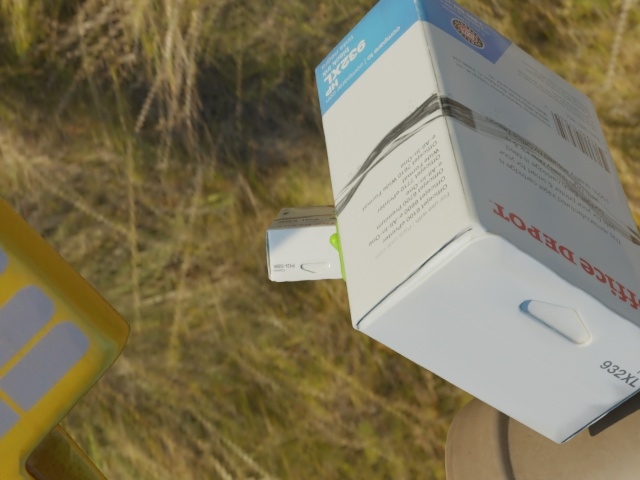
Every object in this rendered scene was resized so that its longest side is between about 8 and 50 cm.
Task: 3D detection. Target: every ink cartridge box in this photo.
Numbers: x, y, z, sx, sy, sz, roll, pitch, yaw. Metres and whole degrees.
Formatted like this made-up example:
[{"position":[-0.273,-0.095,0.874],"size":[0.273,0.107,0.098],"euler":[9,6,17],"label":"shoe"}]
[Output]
[{"position":[0.000,0.000,1.602],"size":[0.099,0.135,0.056],"euler":[-3,101,6],"label":"ink cartridge box"},{"position":[0.128,-0.028,1.165],"size":[0.223,0.307,0.129],"euler":[31,122,-30],"label":"ink cartridge box"}]

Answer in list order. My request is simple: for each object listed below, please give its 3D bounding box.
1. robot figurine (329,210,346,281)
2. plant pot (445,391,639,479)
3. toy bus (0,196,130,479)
[{"position":[0.049,0.000,1.431],"size":[0.067,0.115,0.101],"euler":[7,158,-38],"label":"robot figurine"},{"position":[0.270,0.198,1.222],"size":[0.229,0.263,0.263],"euler":[-34,134,29],"label":"plant pot"},{"position":[-0.196,0.012,0.612],"size":[0.130,0.108,0.332],"euler":[-47,110,-12],"label":"toy bus"}]
